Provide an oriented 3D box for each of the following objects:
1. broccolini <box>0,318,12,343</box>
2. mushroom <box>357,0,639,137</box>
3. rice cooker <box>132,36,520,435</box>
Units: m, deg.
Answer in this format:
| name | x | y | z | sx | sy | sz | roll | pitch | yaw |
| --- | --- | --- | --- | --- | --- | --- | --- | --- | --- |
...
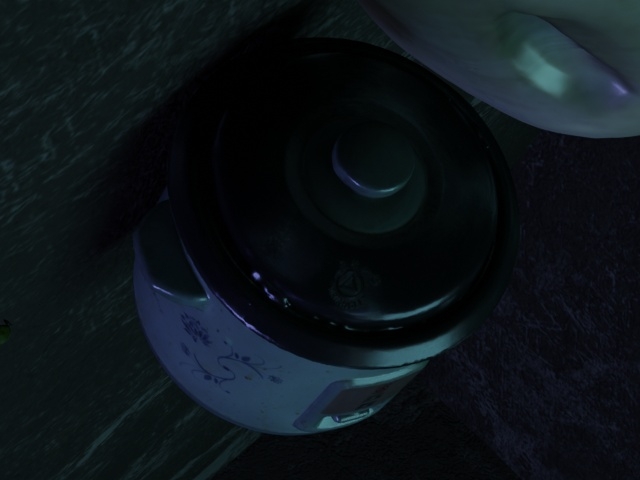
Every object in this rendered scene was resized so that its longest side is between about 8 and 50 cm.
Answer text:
| name | x | y | z | sx | sy | sz | roll | pitch | yaw |
| --- | --- | --- | --- | --- | --- | --- | --- | --- | --- |
| broccolini | -0.300 | 0.121 | 1.203 | 0.123 | 0.062 | 0.271 | -40 | 177 | 30 |
| mushroom | 0.066 | -0.201 | 0.650 | 0.325 | 0.353 | 0.353 | -11 | 147 | -47 |
| rice cooker | 0.000 | 0.000 | 1.327 | 0.316 | 0.264 | 0.317 | -16 | 160 | -6 |
